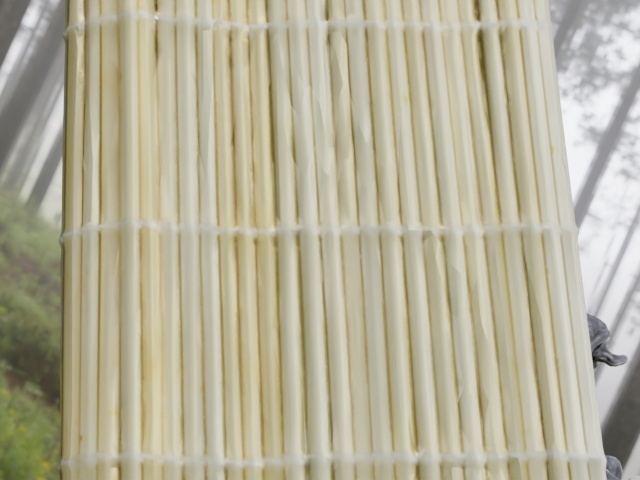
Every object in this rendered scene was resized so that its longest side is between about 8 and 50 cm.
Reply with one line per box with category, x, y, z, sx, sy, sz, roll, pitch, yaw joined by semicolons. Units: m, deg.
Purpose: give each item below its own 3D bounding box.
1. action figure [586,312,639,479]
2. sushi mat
action figure;0.080;0.132;0.419;0.140;0.164;0.276;-1;28;-4
sushi mat;0.000;0.000;0.353;0.151;0.317;0.019;-2;-17;-4
